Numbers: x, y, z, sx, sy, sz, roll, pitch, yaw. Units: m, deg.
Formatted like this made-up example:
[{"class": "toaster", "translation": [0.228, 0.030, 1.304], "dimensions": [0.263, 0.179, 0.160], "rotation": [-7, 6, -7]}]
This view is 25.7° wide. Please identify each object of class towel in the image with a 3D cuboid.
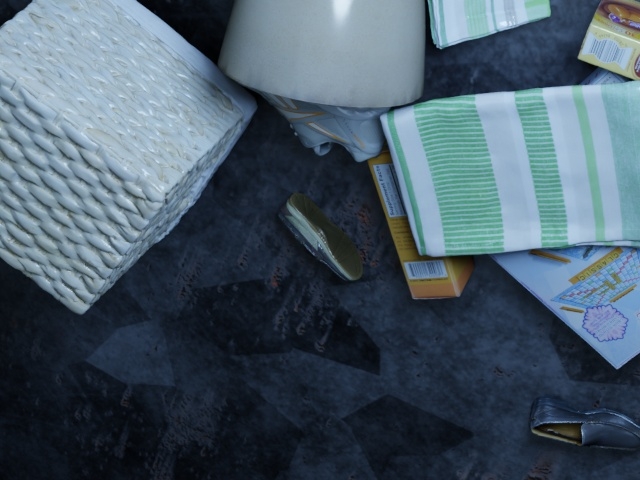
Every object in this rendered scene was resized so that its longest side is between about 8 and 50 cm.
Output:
[{"class": "towel", "translation": [0.202, -0.299, 1.686], "dimensions": [0.152, 0.023, 0.113], "rotation": [-16, 122, -9]}, {"class": "towel", "translation": [0.252, -0.079, 1.735], "dimensions": [0.325, 0.038, 0.247], "rotation": [-2, 129, 22]}]

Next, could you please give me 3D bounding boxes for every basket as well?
[{"class": "basket", "translation": [-0.324, -0.129, 1.909], "dimensions": [0.331, 0.266, 0.328], "rotation": [38, 133, -4]}]

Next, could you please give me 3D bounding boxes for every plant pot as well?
[{"class": "plant pot", "translation": [0.021, -0.327, 1.680], "dimensions": [0.257, 0.256, 0.274], "rotation": [15, 112, 14]}]

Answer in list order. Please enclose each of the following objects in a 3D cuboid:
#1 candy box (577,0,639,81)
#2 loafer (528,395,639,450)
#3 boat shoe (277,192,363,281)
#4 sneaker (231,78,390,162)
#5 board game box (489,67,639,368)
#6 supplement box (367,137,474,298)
[{"class": "candy box", "translation": [0.406, -0.222, 1.647], "dimensions": [0.187, 0.109, 0.053], "rotation": [21, 127, 10]}, {"class": "loafer", "translation": [0.381, 0.275, 2.011], "dimensions": [0.170, 0.061, 0.062], "rotation": [9, 123, 17]}, {"class": "boat shoe", "translation": [0.000, 0.000, 2.004], "dimensions": [0.152, 0.056, 0.049], "rotation": [52, 131, -2]}, {"class": "sneaker", "translation": [-0.026, -0.176, 1.841], "dimensions": [0.262, 0.099, 0.121], "rotation": [25, 129, 30]}, {"class": "board game box", "translation": [0.383, -0.030, 1.808], "dimensions": [0.318, 0.066, 0.319], "rotation": [42, 127, -6]}, {"class": "supplement box", "translation": [0.138, -0.037, 1.903], "dimensions": [0.080, 0.078, 0.233], "rotation": [-2, 119, 28]}]
